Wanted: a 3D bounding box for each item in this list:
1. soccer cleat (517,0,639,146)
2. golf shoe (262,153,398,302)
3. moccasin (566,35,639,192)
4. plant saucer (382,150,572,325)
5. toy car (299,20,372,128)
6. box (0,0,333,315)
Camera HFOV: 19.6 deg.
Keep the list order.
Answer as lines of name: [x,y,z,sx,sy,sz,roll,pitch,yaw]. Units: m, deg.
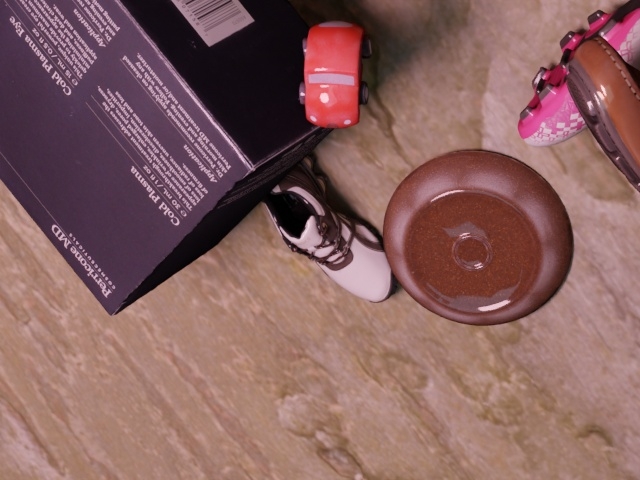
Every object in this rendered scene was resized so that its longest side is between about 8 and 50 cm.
soccer cleat: [0.321,-0.175,1.710,0.143,0.116,0.331,37,125,-9]
golf shoe: [0.000,0.000,1.937,0.077,0.094,0.198,-35,102,30]
moccasin: [0.363,-0.083,1.656,0.380,0.139,0.147,32,115,-32]
plant saucer: [0.158,0.006,1.900,0.198,0.036,0.199,5,116,11]
toy car: [-0.003,-0.250,1.672,0.225,0.053,0.239,35,87,10]
box: [-0.188,-0.160,1.798,0.343,0.179,0.312,51,137,3]
